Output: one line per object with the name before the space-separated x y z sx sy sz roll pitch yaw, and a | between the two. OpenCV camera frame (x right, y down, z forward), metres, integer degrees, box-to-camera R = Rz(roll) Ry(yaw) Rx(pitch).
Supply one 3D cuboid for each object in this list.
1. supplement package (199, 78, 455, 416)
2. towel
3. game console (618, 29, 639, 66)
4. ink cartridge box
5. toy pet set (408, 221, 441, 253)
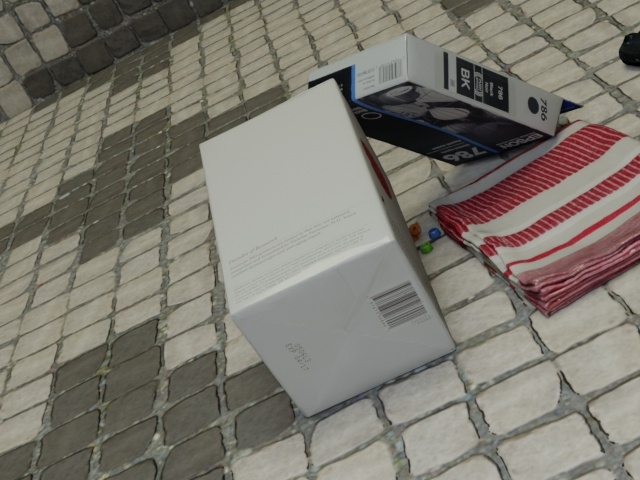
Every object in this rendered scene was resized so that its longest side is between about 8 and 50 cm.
supplement package | 0.000 0.000 1.230 0.175 0.177 0.293 -26 40 8
towel | 0.272 -0.044 1.284 0.237 0.037 0.329 -30 23 -5
game console | 0.519 -0.248 1.416 0.213 0.044 0.361 -34 24 -16
ink cartridge box | 0.159 -0.156 1.405 0.165 0.333 0.065 -16 70 46
toy pet set | 0.063 0.007 1.372 0.114 0.065 0.122 -12 28 33
